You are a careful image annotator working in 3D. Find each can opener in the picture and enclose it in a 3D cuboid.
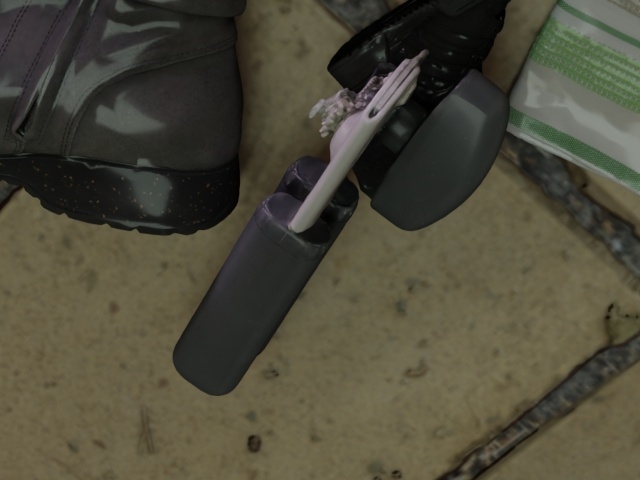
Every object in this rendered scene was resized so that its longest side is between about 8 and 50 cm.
[{"bbox_3d":[0.000,0.000,1.023,0.093,0.074,0.280,40,134,0],"label":"can opener"}]

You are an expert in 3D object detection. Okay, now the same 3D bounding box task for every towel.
[{"bbox_3d":[0.174,-0.099,0.983,0.113,0.023,0.152,26,122,0],"label":"towel"}]

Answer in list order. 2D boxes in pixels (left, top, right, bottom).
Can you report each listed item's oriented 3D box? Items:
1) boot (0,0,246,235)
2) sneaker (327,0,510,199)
[{"bbox_3d":[-0.195,-0.137,1.027,0.338,0.118,0.222,5,117,0],"label":"boot"},{"bbox_3d":[0.071,-0.091,1.002,0.170,0.051,0.089,-30,107,32],"label":"sneaker"}]
